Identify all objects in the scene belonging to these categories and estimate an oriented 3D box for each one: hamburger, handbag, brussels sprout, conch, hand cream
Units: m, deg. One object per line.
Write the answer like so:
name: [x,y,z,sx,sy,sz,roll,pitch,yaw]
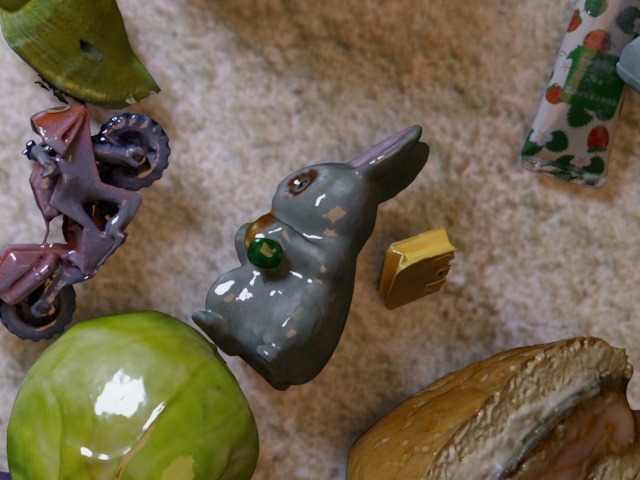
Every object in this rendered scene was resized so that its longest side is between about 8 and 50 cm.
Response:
hamburger: [0.123,0.207,1.411,0.330,0.209,0.162,-38,104,-41]
handbag: [0.084,0.026,1.434,0.061,0.083,0.027,-19,63,-16]
brussels sprout: [-0.154,0.163,1.327,0.223,0.161,0.223,5,67,-13]
conch: [-0.215,-0.187,1.320,0.095,0.079,0.201,-23,113,6]
hand cream: [0.257,-0.187,1.473,0.095,0.059,0.276,13,97,-21]

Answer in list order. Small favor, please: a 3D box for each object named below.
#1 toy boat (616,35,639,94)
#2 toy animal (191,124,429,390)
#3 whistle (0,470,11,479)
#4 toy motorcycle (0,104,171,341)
toy boat: [0.385,-0.184,1.493,0.260,0.078,0.085,-23,137,-26]
toy animal: [-0.001,0.000,1.396,0.125,0.127,0.251,33,74,0]
whistle: [-0.250,0.214,1.376,0.176,0.033,0.033,10,94,-18]
toy motorcycle: [-0.217,-0.024,1.332,0.118,0.084,0.212,31,92,-27]
